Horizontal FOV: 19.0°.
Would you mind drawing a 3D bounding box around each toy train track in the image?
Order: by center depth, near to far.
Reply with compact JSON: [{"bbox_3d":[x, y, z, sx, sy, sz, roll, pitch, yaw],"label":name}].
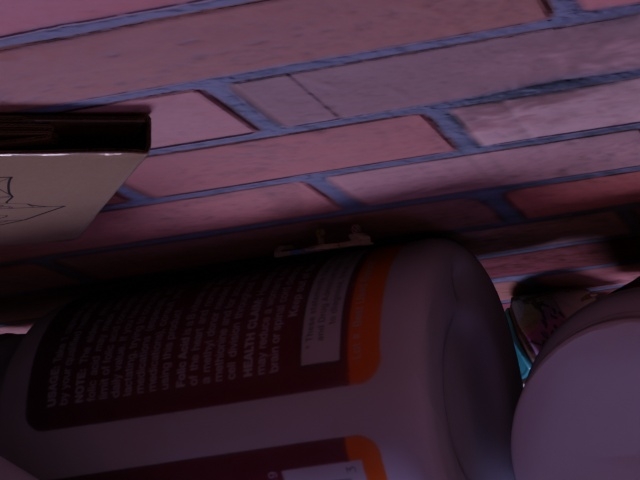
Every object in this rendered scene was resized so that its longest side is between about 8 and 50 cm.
[{"bbox_3d":[0.000,0.000,1.188,0.048,0.014,0.083,-5,176,-40],"label":"toy train track"}]

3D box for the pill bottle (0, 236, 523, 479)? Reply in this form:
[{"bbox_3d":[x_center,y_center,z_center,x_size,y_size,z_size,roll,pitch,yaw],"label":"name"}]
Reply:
[{"bbox_3d":[-0.075,0.136,1.289,0.392,0.224,0.224,-10,167,22],"label":"pill bottle"}]

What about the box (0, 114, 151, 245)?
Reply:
[{"bbox_3d":[-0.184,-0.026,0.959,0.164,0.021,0.201,-1,167,-18],"label":"box"}]

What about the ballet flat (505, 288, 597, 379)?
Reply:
[{"bbox_3d":[0.185,0.073,1.507,0.079,0.077,0.221,-24,172,1],"label":"ballet flat"}]

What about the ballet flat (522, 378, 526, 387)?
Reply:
[{"bbox_3d":[0.165,0.126,1.660,0.280,0.096,0.095,-1,167,-20],"label":"ballet flat"}]

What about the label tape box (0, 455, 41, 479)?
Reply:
[{"bbox_3d":[-0.300,0.201,1.202,0.347,0.115,0.249,31,137,-5],"label":"label tape box"}]

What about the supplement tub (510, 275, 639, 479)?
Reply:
[{"bbox_3d":[0.244,0.117,1.294,0.191,0.191,0.272,-10,-178,21],"label":"supplement tub"}]
